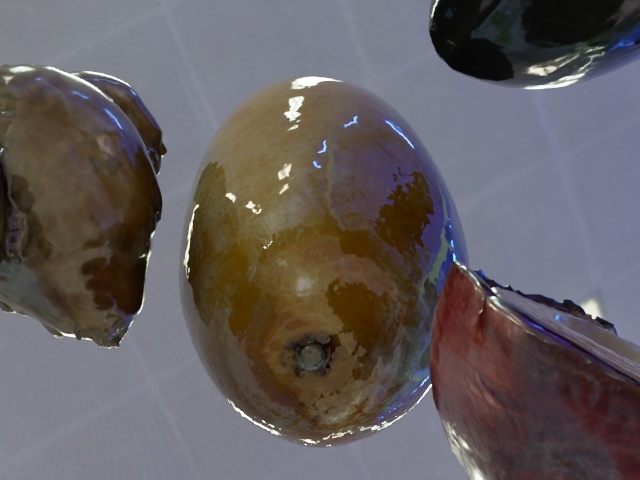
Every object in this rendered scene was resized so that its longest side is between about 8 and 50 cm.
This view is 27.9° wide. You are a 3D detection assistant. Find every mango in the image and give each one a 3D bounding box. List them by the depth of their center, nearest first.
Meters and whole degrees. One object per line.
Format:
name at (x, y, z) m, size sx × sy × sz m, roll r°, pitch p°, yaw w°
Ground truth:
mango at (0.000, 0.000, 0.930) m, size 0.199 × 0.384 × 0.221 m, roll -24°, pitch -69°, yaw 6°

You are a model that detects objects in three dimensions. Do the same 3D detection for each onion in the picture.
onion at (0.150, 0.104, 0.585) m, size 0.227 × 0.283 × 0.120 m, roll 25°, pitch -90°, yaw -6°

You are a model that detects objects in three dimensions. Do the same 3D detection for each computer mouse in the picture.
computer mouse at (0.160, -0.163, 0.651) m, size 0.138 × 0.086 × 0.269 m, roll 10°, pitch -46°, yaw -34°

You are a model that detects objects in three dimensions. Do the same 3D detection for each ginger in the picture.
ginger at (-0.228, -0.013, 0.809) m, size 0.256 × 0.375 × 0.176 m, roll 51°, pitch -52°, yaw 9°
